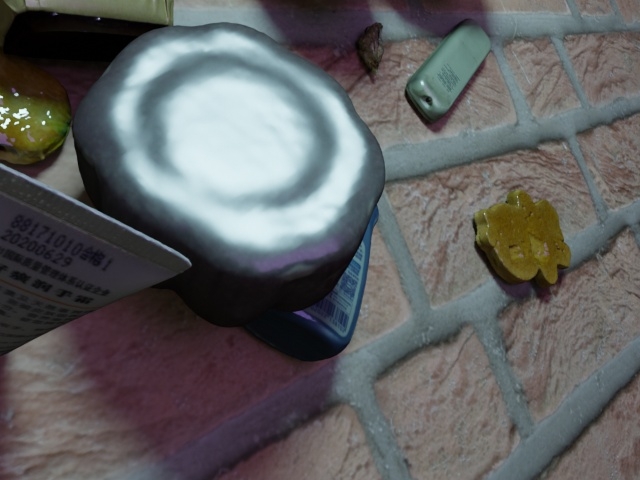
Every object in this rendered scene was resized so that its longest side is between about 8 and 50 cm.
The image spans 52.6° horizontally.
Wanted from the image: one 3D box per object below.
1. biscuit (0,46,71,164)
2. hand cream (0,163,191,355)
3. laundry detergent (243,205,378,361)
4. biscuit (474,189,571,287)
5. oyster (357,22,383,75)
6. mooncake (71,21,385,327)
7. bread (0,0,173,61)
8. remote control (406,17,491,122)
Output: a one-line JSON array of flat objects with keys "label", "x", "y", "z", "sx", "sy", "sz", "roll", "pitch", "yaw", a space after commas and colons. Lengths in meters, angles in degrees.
[{"label": "biscuit", "x": -0.356, "y": -0.157, "z": 0.606, "sx": 0.247, "sy": 0.029, "sz": 0.118, "roll": 27, "pitch": 50, "yaw": -30}, {"label": "hand cream", "x": -0.225, "y": 0.026, "z": 0.449, "sx": 0.139, "sy": 0.314, "sz": 0.089, "roll": 31, "pitch": 58, "yaw": -31}, {"label": "laundry detergent", "x": 0.000, "y": 0.000, "z": 0.811, "sx": 0.143, "sy": 0.094, "sz": 0.290, "roll": 32, "pitch": 51, "yaw": -15}, {"label": "biscuit", "x": 0.359, "y": 0.000, "z": 1.149, "sx": 0.248, "sy": 0.035, "sz": 0.184, "roll": -11, "pitch": 79, "yaw": -42}, {"label": "oyster", "x": 0.084, "y": -0.312, "z": 1.055, "sx": 0.083, "sy": 0.038, "sz": 0.081, "roll": -56, "pitch": 141, "yaw": -68}, {"label": "mooncake", "x": -0.092, "y": -0.064, "z": 0.658, "sx": 0.306, "sy": 0.154, "sz": 0.306, "roll": 9, "pitch": 56, "yaw": -13}, {"label": "bread", "x": -0.258, "y": -0.298, "z": 0.670, "sx": 0.224, "sy": 0.142, "sz": 0.212, "roll": -9, "pitch": 82, "yaw": -42}, {"label": "remote control", "x": 0.241, "y": -0.318, "z": 1.174, "sx": 0.090, "sy": 0.038, "sz": 0.309, "roll": 48, "pitch": 48, "yaw": -13}]
